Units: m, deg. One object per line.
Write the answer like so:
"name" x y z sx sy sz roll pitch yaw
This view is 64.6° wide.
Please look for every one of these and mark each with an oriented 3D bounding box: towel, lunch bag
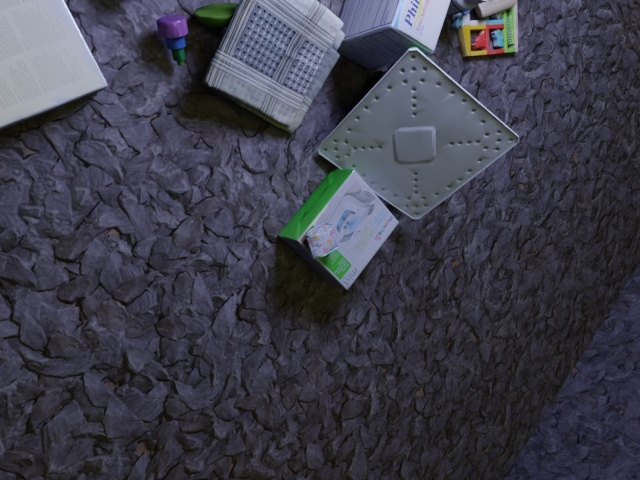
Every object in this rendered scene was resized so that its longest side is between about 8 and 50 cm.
"towel" -0.094 -0.450 1.239 0.324 0.056 0.312 18 104 -50
"lunch bag" 0.000 0.000 1.324 0.083 0.053 0.071 -32 115 -33

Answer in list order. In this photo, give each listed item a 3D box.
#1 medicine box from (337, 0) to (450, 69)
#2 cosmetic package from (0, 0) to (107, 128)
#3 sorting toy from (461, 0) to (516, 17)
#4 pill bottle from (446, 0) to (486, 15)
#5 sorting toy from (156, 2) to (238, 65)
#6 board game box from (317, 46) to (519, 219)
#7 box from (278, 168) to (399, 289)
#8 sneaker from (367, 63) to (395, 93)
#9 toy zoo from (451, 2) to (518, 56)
"medicine box" 0.190 -0.619 1.329 0.149 0.289 0.263 18 89 -33
"cosmetic package" -0.641 -0.421 0.973 0.284 0.097 0.377 -32 113 -25
"sorting toy" 0.549 -0.834 1.625 0.348 0.047 0.196 -29 98 -27
"pill bottle" 0.392 -0.724 1.473 0.121 0.221 0.121 -6 102 -31
"sorting toy" -0.210 -0.505 1.232 0.366 0.127 0.126 -27 135 -27
"board game box" 0.257 -0.271 1.385 0.390 0.390 0.050 32 41 -20
"box" 0.054 -0.034 1.455 0.231 0.127 0.262 46 74 -27
"sneaker" 0.177 -0.419 1.482 0.286 0.109 0.130 -49 113 -25
"toy zoo" 0.546 -0.715 1.682 0.293 0.030 0.192 -16 107 -28
